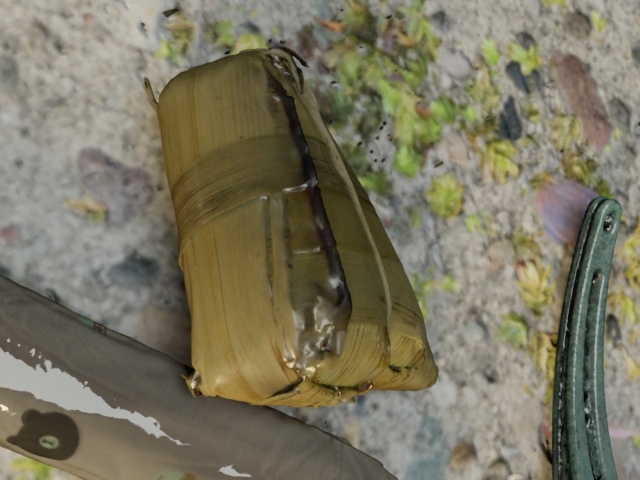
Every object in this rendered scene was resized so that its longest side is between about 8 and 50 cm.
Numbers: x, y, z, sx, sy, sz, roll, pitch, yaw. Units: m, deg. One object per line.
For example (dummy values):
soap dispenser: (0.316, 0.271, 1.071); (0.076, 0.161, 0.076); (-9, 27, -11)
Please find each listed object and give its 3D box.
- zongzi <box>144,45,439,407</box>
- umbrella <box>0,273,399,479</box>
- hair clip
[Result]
zongzi: (0.000, 0.000, 0.513); (0.197, 0.099, 0.194); (14, 59, -56)
umbrella: (-0.067, 0.104, 0.470); (0.337, 0.067, 0.073); (30, 85, -21)
hair clip: (0.174, 0.106, 0.593); (0.048, 0.083, 0.275); (8, 73, -27)
